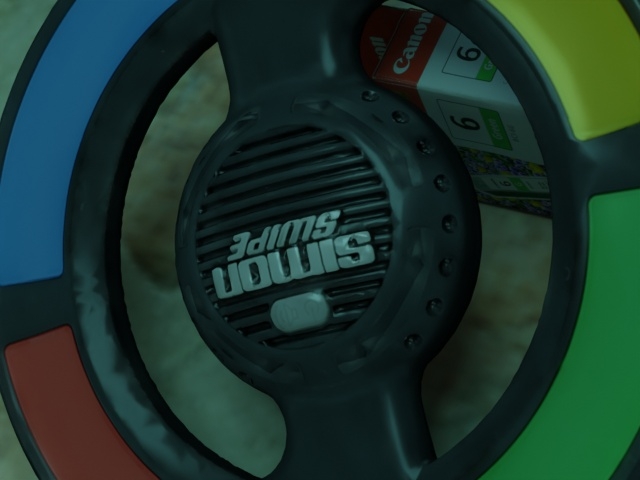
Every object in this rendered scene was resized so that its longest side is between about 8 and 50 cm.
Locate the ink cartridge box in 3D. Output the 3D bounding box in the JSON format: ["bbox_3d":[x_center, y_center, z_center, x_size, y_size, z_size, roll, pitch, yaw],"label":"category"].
[{"bbox_3d":[0.046,-0.038,0.575,0.115,0.063,0.029,14,65,27],"label":"ink cartridge box"}]

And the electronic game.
[{"bbox_3d":[0.000,0.000,0.530,0.229,0.048,0.229,-2,86,27],"label":"electronic game"}]
